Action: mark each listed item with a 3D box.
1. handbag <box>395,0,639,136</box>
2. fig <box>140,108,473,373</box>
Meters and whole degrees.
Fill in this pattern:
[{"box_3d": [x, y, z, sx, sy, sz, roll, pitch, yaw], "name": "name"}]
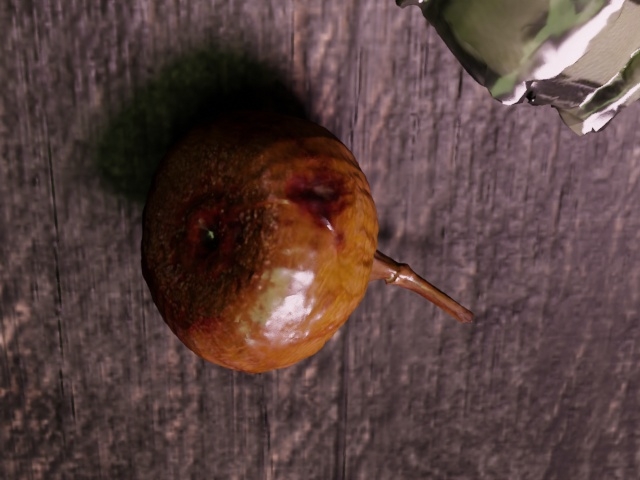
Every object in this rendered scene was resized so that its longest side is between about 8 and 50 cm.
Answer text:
[{"box_3d": [0.162, -0.249, 0.790, 0.162, 0.325, 0.327, 32, 119, -24], "name": "handbag"}, {"box_3d": [0.000, 0.000, 1.139, 0.201, 0.134, 0.146, 2, 111, -42], "name": "fig"}]
